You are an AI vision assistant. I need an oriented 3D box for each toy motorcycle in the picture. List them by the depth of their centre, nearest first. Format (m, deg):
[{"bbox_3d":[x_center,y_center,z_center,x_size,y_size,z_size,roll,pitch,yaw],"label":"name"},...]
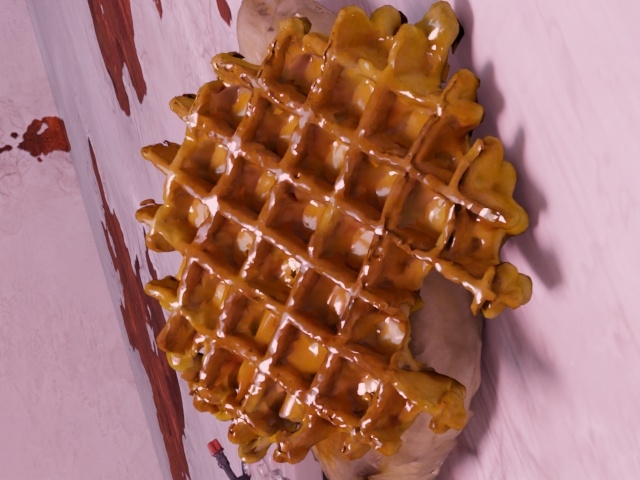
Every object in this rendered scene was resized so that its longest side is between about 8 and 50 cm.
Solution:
[{"bbox_3d":[-0.047,0.167,1.140,0.150,0.102,0.221,42,145,44],"label":"toy motorcycle"}]

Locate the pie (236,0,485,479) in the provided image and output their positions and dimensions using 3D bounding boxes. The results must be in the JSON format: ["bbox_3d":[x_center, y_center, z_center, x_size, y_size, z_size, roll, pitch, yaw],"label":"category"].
[{"bbox_3d":[0.011,0.003,0.821,0.339,0.077,0.339,170,90,-75],"label":"pie"}]

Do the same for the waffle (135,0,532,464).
[{"bbox_3d":[0.000,0.000,0.660,0.231,0.051,0.228,-18,82,32],"label":"waffle"}]
